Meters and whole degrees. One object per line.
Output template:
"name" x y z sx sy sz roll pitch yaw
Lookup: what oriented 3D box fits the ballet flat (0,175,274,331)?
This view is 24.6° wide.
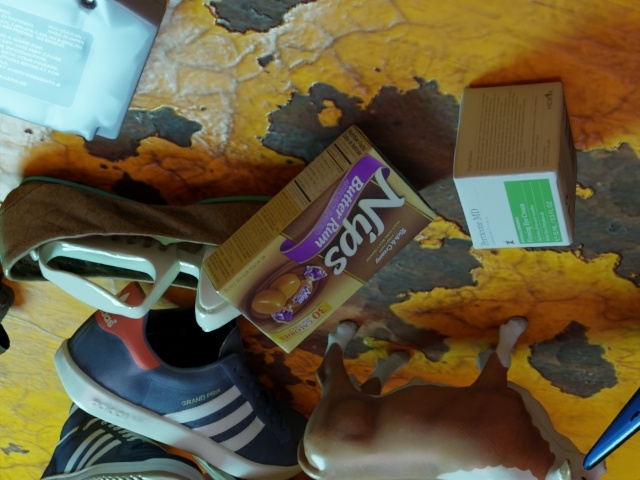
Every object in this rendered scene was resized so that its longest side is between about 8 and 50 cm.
"ballet flat" -0.142 0.019 1.375 0.342 0.124 0.116 8 145 1

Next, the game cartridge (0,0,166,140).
"game cartridge" -0.282 -0.192 1.190 0.294 0.060 0.196 18 146 -12

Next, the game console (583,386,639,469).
"game console" 0.418 0.118 1.352 0.250 0.173 0.293 19 142 -12

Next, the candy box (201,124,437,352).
"candy box" 0.000 0.000 1.306 0.186 0.053 0.109 -41 127 6

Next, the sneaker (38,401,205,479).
"sneaker" -0.212 0.229 1.624 0.099 0.153 0.282 40 143 -28

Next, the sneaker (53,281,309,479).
"sneaker" -0.104 0.145 1.547 0.350 0.131 0.148 26 108 -43

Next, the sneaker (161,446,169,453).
"sneaker" -0.205 0.317 1.813 0.104 0.095 0.236 13 149 -13

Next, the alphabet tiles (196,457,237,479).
"alphabet tiles" -0.035 0.346 1.693 0.285 0.011 0.342 39 168 18

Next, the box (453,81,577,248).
"box" 0.164 -0.062 1.225 0.087 0.102 0.101 -2 143 17

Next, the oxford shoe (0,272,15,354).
"oxford shoe" -0.369 0.042 1.508 0.096 0.083 0.227 -14 141 -7

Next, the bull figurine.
"bull figurine" 0.131 0.178 1.474 0.310 0.188 0.101 1 143 11
